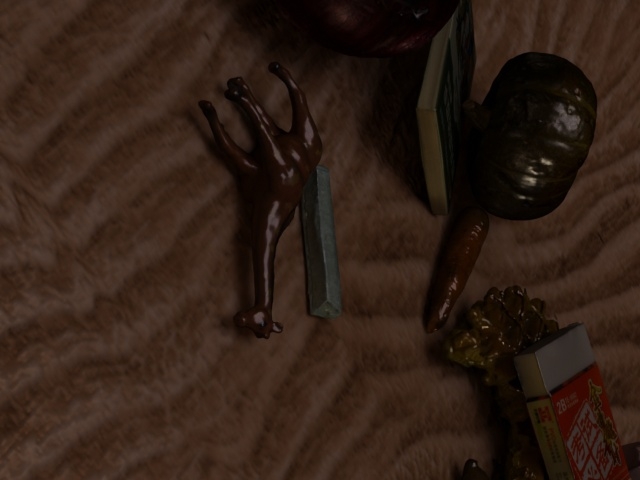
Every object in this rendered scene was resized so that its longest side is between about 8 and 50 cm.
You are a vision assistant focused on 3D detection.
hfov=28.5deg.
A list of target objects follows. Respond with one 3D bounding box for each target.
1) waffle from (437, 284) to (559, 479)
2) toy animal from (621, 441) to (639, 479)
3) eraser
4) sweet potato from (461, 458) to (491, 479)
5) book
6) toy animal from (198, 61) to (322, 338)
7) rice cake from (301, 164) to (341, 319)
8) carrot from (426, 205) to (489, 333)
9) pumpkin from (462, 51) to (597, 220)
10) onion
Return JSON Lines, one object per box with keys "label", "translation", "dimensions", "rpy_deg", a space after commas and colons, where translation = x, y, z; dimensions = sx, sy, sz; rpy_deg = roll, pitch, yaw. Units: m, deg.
{"label": "waffle", "translation": [0.250, 0.197, 1.556], "dimensions": [0.260, 0.069, 0.293], "rpy_deg": [-20, 93, -56]}
{"label": "toy animal", "translation": [0.422, 0.381, 1.666], "dimensions": [0.124, 0.124, 0.212], "rpy_deg": [-27, 105, -52]}
{"label": "eraser", "translation": [0.312, 0.228, 1.535], "dimensions": [0.157, 0.038, 0.230], "rpy_deg": [-17, 90, -55]}
{"label": "sweet potato", "translation": [0.223, 0.423, 1.430], "dimensions": [0.108, 0.079, 0.346], "rpy_deg": [-34, 107, -64]}
{"label": "book", "translation": [0.157, -0.194, 1.540], "dimensions": [0.202, 0.027, 0.264], "rpy_deg": [76, 23, -53]}
{"label": "toy animal", "translation": [-0.057, -0.043, 1.264], "dimensions": [0.224, 0.066, 0.230], "rpy_deg": [-44, 117, -49]}
{"label": "rice cake", "translation": [0.000, 0.000, 1.347], "dimensions": [0.033, 0.029, 0.171], "rpy_deg": [15, 67, -55]}
{"label": "carrot", "translation": [0.166, 0.034, 1.528], "dimensions": [0.047, 0.047, 0.191], "rpy_deg": [48, 47, -29]}
{"label": "pumpkin", "translation": [0.249, -0.134, 1.574], "dimensions": [0.162, 0.219, 0.219], "rpy_deg": [18, 57, -6]}
{"label": "onion", "translation": [0.050, -0.347, 1.368], "dimensions": [0.314, 0.232, 0.314], "rpy_deg": [25, 57, -45]}
